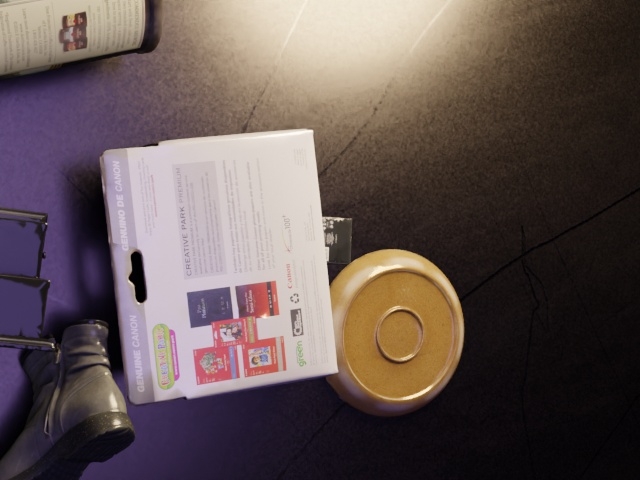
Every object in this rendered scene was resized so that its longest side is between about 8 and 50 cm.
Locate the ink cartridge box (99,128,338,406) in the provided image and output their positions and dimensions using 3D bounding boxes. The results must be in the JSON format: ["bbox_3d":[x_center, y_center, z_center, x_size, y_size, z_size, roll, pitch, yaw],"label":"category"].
[{"bbox_3d":[-0.139,0.029,1.321,0.271,0.130,0.310,-6,93,-25],"label":"ink cartridge box"}]

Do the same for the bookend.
[{"bbox_3d":[-0.342,0.040,1.214,0.072,0.156,0.157,8,86,-24],"label":"bookend"}]

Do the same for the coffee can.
[{"bbox_3d":[-0.339,-0.285,1.189,0.275,0.201,0.202,-16,97,-24],"label":"coffee can"}]

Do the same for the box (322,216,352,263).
[{"bbox_3d":[0.000,0.000,1.410,0.052,0.083,0.062,3,89,-25],"label":"box"}]

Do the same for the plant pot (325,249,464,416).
[{"bbox_3d":[0.106,0.130,1.489,0.236,0.032,0.236,0,89,-24],"label":"plant pot"}]

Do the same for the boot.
[{"bbox_3d":[-0.324,0.208,1.256,0.083,0.246,0.161,31,31,-54],"label":"boot"}]
